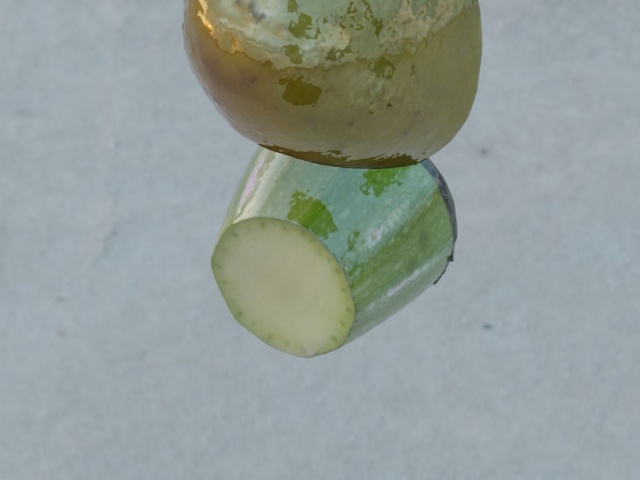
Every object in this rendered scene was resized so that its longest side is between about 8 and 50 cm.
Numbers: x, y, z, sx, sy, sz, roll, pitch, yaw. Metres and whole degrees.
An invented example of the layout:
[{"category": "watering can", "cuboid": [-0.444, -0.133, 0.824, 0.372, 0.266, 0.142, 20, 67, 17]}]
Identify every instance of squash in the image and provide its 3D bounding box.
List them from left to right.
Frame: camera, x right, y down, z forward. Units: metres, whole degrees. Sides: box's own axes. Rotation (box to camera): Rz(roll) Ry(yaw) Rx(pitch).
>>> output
[{"category": "squash", "cuboid": [0.000, 0.000, 1.135, 0.170, 0.170, 0.123, 19, 40, 22]}]

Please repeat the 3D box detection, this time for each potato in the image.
[{"category": "potato", "cuboid": [-0.015, -0.130, 0.956, 0.178, 0.204, 0.158, -18, 1, 35]}]
